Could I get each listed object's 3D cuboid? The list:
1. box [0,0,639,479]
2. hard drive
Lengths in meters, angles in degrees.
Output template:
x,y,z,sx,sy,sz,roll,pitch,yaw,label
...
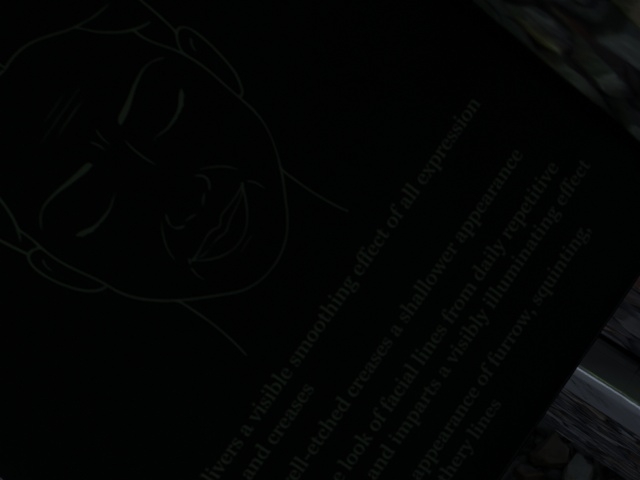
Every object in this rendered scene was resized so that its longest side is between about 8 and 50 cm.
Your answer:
x,y,z,sx,sy,sz,roll,pitch,yaw,label
-0.079,-0.025,0.666,0.395,0.293,0.212,37,176,-16,box
0.224,0.098,1.400,0.353,0.047,0.233,33,176,29,hard drive
